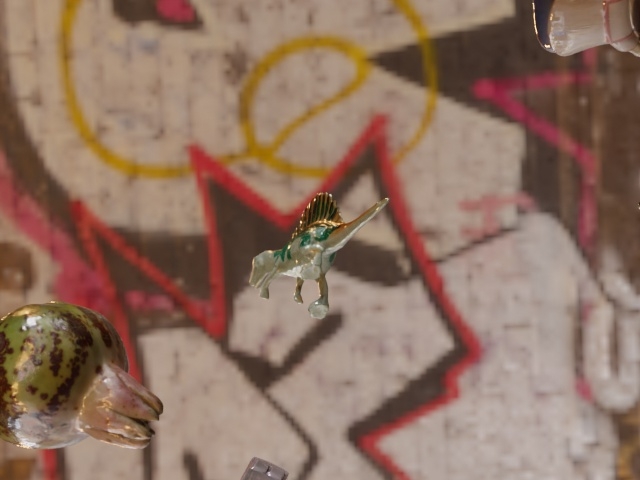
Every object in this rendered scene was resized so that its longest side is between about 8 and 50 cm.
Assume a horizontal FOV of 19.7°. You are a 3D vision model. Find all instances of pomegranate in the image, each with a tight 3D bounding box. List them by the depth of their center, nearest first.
[{"bbox_3d":[-0.202,0.109,1.513,0.138,0.163,0.125,29,-119,-65],"label":"pomegranate"}]

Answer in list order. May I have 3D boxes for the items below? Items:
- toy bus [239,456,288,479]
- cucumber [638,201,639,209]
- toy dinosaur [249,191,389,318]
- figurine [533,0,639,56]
[{"bbox_3d":[-0.071,0.276,1.931,0.172,0.057,0.072,-50,-15,-82],"label":"toy bus"},{"bbox_3d":[0.441,-0.092,1.985,0.191,0.130,0.191,-59,-13,-23],"label":"cucumber"},{"bbox_3d":[-0.003,-0.002,1.621,0.187,0.044,0.106,-58,27,31],"label":"toy dinosaur"},{"bbox_3d":[0.329,-0.229,1.706,0.161,0.276,0.158,76,-147,-46],"label":"figurine"}]
